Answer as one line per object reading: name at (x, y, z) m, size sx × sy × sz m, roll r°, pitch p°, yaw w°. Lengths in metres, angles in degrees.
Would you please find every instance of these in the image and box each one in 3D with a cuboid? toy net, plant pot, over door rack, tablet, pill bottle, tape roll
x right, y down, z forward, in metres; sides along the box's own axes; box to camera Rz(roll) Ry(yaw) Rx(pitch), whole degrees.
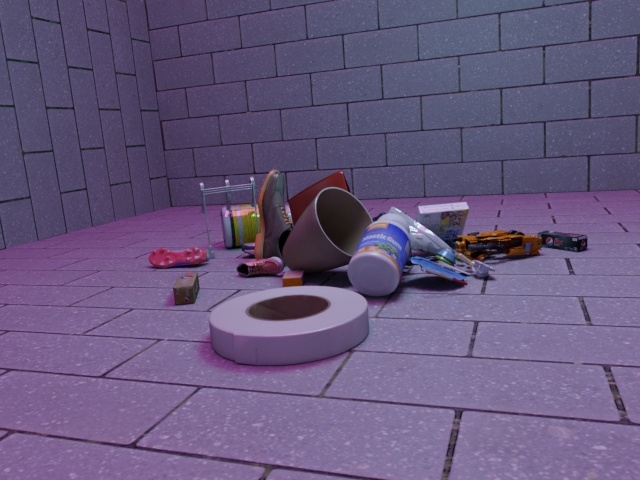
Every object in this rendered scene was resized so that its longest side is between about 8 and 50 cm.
toy net at (0.473, 0.083, 1.793) m, size 0.122 × 0.045 × 0.232 m, roll 30°, pitch -1°, yaw -29°
plant pot at (0.019, -0.083, 2.184) m, size 0.236 × 0.267 × 0.267 m, roll -15°, pitch -13°, yaw 6°
plant pot at (0.000, 0.000, 1.868) m, size 0.256 × 0.256 × 0.274 m, roll -17°, pitch -14°, yaw -48°
over door rack at (-0.382, -0.097, 2.395) m, size 0.239 × 0.324 × 0.108 m, roll -9°, pitch 2°, yaw -14°
tablet at (0.429, 0.091, 1.771) m, size 0.083 × 0.006 × 0.054 m, roll 21°, pitch 3°, yaw -17°
pill bottle at (-0.277, -0.076, 2.555) m, size 0.334 × 0.188 × 0.188 m, roll -7°, pitch 11°, yaw -12°
pill bottle at (0.187, 0.031, 1.682) m, size 0.152 × 0.152 × 0.272 m, roll 0°, pitch 32°, yaw 22°
tape roll at (-0.076, 0.194, 1.362) m, size 0.392 × 0.072 × 0.392 m, roll -4°, pitch 10°, yaw 1°

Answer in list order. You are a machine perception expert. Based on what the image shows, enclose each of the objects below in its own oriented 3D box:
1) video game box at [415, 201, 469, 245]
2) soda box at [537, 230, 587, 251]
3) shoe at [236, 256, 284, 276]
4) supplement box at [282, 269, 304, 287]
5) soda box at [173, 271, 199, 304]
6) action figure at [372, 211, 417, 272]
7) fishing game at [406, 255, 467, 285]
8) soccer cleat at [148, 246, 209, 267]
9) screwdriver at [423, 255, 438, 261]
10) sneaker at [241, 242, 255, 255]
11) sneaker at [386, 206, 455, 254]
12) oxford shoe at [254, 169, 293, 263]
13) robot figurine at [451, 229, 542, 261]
video game box at (0.456, -0.056, 2.150) m, size 0.187 × 0.205 × 0.048 m, roll -3°, pitch 49°, yaw -3°
soda box at (0.872, 0.001, 2.028) m, size 0.060 × 0.053 × 0.169 m, roll -11°, pitch 13°, yaw -31°
shoe at (-0.213, 0.097, 1.963) m, size 0.178 × 0.063 × 0.081 m, roll -2°, pitch 11°, yaw 41°
supplement box at (-0.086, 0.125, 1.814) m, size 0.062 × 0.036 × 0.098 m, roll -4°, pitch 11°, yaw 6°
soda box at (-0.422, 0.150, 1.772) m, size 0.061 × 0.058 × 0.181 m, roll -6°, pitch 10°, yaw -6°
action figure at (0.236, 0.036, 1.896) m, size 0.164 × 0.141 × 0.275 m, roll 10°, pitch 41°, yaw -8°
fishing game at (0.348, 0.094, 1.700) m, size 0.189 × 0.041 × 0.264 m, roll 19°, pitch 8°, yaw 0°
soccer cleat at (-0.564, 0.072, 2.237) m, size 0.248 × 0.083 × 0.095 m, roll -6°, pitch -20°, yaw 17°
screwdriver at (0.331, 0.076, 1.978) m, size 0.170 × 0.025 × 0.024 m, roll -12°, pitch 10°, yaw 10°
sneaker at (-0.192, -0.007, 2.328) m, size 0.283 × 0.122 × 0.110 m, roll -8°, pitch 11°, yaw -17°
sneaker at (0.330, 0.021, 2.050) m, size 0.292 × 0.169 × 0.108 m, roll 36°, pitch -2°, yaw 25°
oxford shoe at (-0.155, -0.084, 2.114) m, size 0.133 × 0.363 × 0.130 m, roll 5°, pitch 2°, yaw 28°
robot figurine at (0.611, 0.016, 1.976) m, size 0.291 × 0.085 × 0.211 m, roll -6°, pitch 10°, yaw -10°
